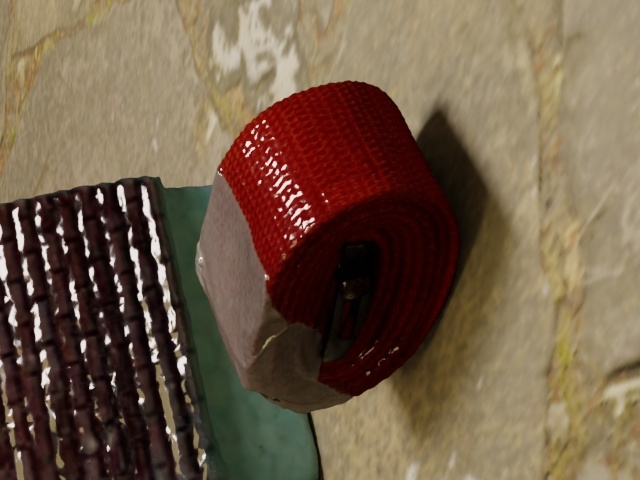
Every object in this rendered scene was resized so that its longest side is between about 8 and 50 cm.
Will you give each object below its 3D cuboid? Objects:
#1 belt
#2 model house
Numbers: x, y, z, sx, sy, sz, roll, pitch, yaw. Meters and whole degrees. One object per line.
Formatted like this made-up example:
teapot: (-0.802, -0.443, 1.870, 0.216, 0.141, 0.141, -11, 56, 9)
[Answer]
belt: (0.000, 0.000, 1.062, 0.201, 0.128, 0.124, 107, 148, -45)
model house: (-0.166, 0.118, 1.319, 0.230, 0.248, 0.281, 136, 124, -62)
